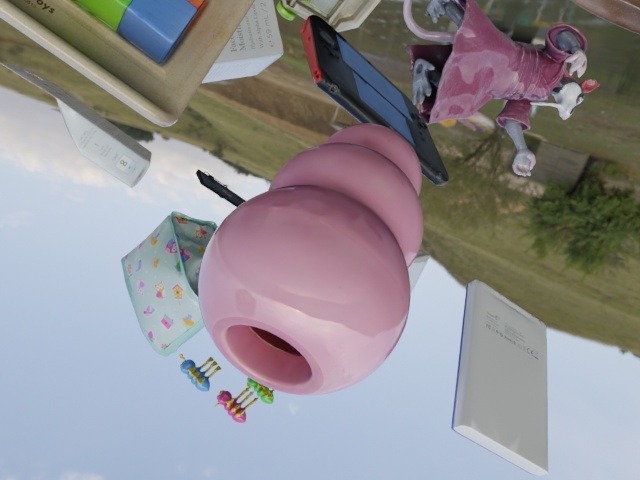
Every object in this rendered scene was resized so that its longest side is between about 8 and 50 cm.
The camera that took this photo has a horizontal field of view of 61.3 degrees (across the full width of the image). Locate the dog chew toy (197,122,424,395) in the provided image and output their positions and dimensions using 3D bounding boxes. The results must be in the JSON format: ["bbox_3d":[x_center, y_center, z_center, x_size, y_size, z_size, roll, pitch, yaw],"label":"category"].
[{"bbox_3d":[0.016,-0.007,0.578,0.206,0.207,0.332,21,-131,11],"label":"dog chew toy"}]

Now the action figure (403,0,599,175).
[{"bbox_3d":[0.325,-0.297,0.966,0.369,0.248,0.276,3,-130,-24],"label":"action figure"}]

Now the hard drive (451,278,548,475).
[{"bbox_3d":[0.359,0.257,1.055,0.210,0.040,0.319,32,-131,-16],"label":"hard drive"}]

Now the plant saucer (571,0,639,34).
[{"bbox_3d":[0.438,-0.340,0.774,0.198,0.036,0.199,22,-157,-10],"label":"plant saucer"}]

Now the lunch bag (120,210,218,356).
[{"bbox_3d":[-0.320,0.105,1.230,0.160,0.223,0.262,14,-133,-50],"label":"lunch bag"}]

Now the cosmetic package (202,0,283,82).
[{"bbox_3d":[-0.174,-0.320,0.794,0.183,0.151,0.151,-16,-169,-20],"label":"cosmetic package"}]

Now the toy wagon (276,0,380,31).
[{"bbox_3d":[0.000,-0.662,1.340,0.344,0.267,0.068,17,-134,-35],"label":"toy wagon"}]

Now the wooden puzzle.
[{"bbox_3d":[-0.193,-0.330,0.503,0.322,0.348,0.080,34,153,-22],"label":"wooden puzzle"}]

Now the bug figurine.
[{"bbox_3d":[-0.215,0.334,1.319,0.216,0.072,0.279,47,-157,14],"label":"bug figurine"}]

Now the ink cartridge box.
[{"bbox_3d":[-0.622,-0.294,1.393,0.385,0.091,0.308,35,-178,-21],"label":"ink cartridge box"}]

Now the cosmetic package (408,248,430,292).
[{"bbox_3d":[0.131,0.103,1.415,0.156,0.217,0.385,31,-163,24],"label":"cosmetic package"}]

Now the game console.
[{"bbox_3d":[0.119,-0.315,1.187,0.386,0.060,0.342,32,-153,-29],"label":"game console"}]

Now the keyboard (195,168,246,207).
[{"bbox_3d":[-0.274,-0.127,1.504,0.192,0.038,0.100,36,-162,-41],"label":"keyboard"}]
